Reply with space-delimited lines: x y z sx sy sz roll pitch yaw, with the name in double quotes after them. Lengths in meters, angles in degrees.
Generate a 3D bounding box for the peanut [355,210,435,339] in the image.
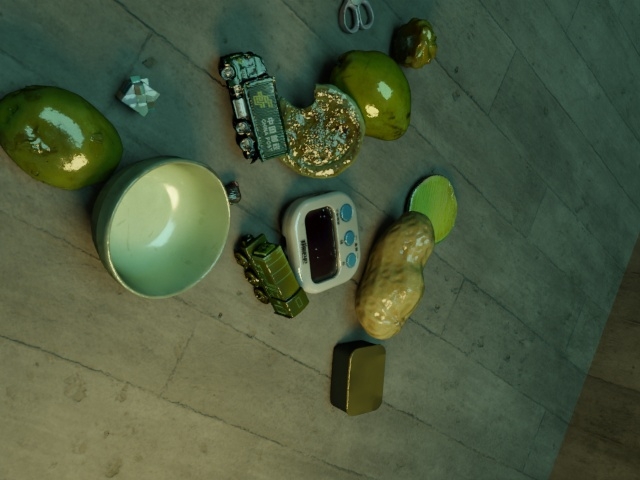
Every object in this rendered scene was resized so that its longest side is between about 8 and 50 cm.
0.220 0.097 1.972 0.169 0.192 0.388 22 84 -33 "peanut"

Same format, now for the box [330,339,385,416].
0.106 0.396 1.995 0.144 0.090 0.201 -4 100 -39 "box"

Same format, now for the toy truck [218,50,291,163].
-0.160 -0.320 1.630 0.121 0.088 0.259 -16 109 -9 "toy truck"

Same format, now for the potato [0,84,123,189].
-0.510 -0.199 1.341 0.253 0.148 0.187 19 83 -40 "potato"

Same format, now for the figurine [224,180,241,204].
-0.241 -0.113 1.650 0.105 0.047 0.060 -7 66 -32 "figurine"

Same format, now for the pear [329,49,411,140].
0.135 -0.381 1.806 0.269 0.212 0.212 43 70 -28 "pear"

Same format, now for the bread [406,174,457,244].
0.349 -0.094 2.151 0.228 0.033 0.229 -6 101 -37 "bread"

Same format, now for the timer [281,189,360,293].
0.001 0.000 1.841 0.236 0.087 0.262 -17 108 -37 "timer"

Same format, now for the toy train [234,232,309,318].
-0.125 0.086 1.718 0.090 0.137 0.226 -41 122 -28 "toy train"

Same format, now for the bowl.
-0.358 -0.040 1.465 0.307 0.163 0.308 -23 123 -42 "bowl"

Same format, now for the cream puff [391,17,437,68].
0.280 -0.551 1.948 0.116 0.146 0.146 11 90 -42 "cream puff"

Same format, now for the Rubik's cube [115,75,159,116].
-0.387 -0.314 1.469 0.073 0.075 0.084 -56 143 2 "Rubik's cube"

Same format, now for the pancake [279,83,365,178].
-0.006 -0.271 1.730 0.253 0.037 0.254 -1 113 -2 "pancake"

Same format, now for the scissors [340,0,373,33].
0.084 -0.684 1.828 0.118 0.030 0.242 -27 113 -37 "scissors"
